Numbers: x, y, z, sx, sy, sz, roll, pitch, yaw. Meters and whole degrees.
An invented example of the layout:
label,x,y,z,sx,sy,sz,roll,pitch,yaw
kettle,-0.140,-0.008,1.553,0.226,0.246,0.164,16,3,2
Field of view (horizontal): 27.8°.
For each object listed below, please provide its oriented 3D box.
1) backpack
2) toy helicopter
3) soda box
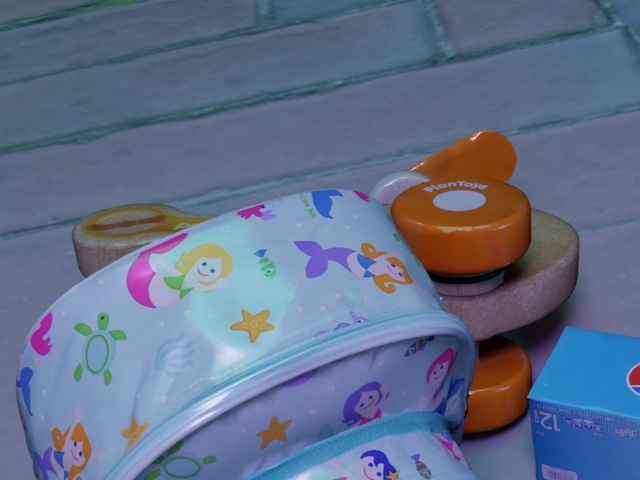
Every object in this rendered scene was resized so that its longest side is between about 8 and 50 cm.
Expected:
label,x,y,z,sx,sy,sz,roll,pitch,yaw
backpack,-0.028,0.102,0.636,0.225,0.253,0.191,-21,53,-16
toy helicopter,0.000,0.000,0.890,0.355,0.140,0.235,4,26,19
soda box,0.226,0.108,0.711,0.210,0.067,0.071,8,37,28
